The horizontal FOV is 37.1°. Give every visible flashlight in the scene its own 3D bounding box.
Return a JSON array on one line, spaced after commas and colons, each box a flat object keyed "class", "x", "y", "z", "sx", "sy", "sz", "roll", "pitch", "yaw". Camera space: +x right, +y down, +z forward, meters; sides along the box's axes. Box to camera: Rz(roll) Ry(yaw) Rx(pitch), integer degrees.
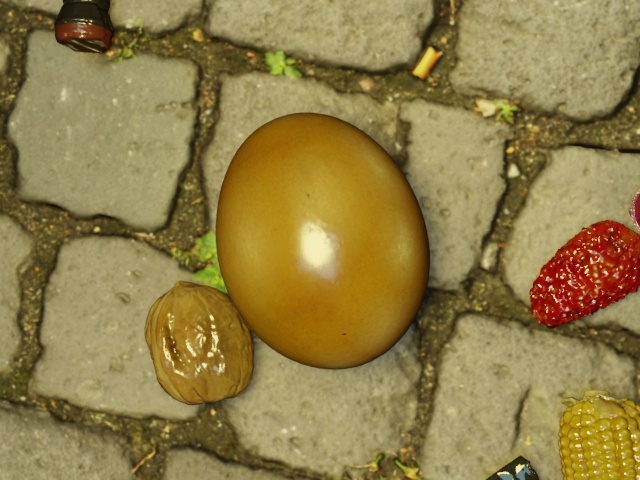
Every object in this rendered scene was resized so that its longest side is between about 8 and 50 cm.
[{"class": "flashlight", "x": -0.344, "y": -0.402, "z": 1.427, "sx": 0.093, "sy": 0.093, "sz": 0.231, "roll": 4, "pitch": 85, "yaw": 6}]

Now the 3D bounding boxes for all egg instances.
[{"class": "egg", "x": 0.000, "y": 0.000, "z": 1.288, "sx": 0.283, "sy": 0.282, "sz": 0.351, "roll": -20, "pitch": 88, "yaw": 5}]

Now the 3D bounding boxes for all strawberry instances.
[{"class": "strawberry", "x": 0.383, "y": 0.056, "z": 1.352, "sx": 0.188, "sy": 0.082, "sz": 0.121, "roll": -43, "pitch": 89, "yaw": 1}]

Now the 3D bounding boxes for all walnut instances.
[{"class": "walnut", "x": -0.176, "y": 0.145, "z": 1.374, "sx": 0.156, "sy": 0.155, "sz": 0.184, "roll": -17, "pitch": 86, "yaw": 5}]

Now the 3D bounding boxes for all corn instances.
[{"class": "corn", "x": 0.415, "y": 0.393, "z": 1.289, "sx": 0.144, "sy": 0.144, "sz": 0.387, "roll": -12, "pitch": 73, "yaw": 6}]

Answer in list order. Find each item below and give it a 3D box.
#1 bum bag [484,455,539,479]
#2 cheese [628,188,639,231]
[{"class": "bum bag", "x": 0.316, "y": 0.433, "z": 1.369, "sx": 0.123, "sy": 0.060, "sz": 0.248, "roll": -37, "pitch": 88, "yaw": 4}, {"class": "cheese", "x": 0.487, "y": -0.062, "z": 1.362, "sx": 0.095, "sy": 0.038, "sz": 0.145, "roll": -4, "pitch": 83, "yaw": 4}]
